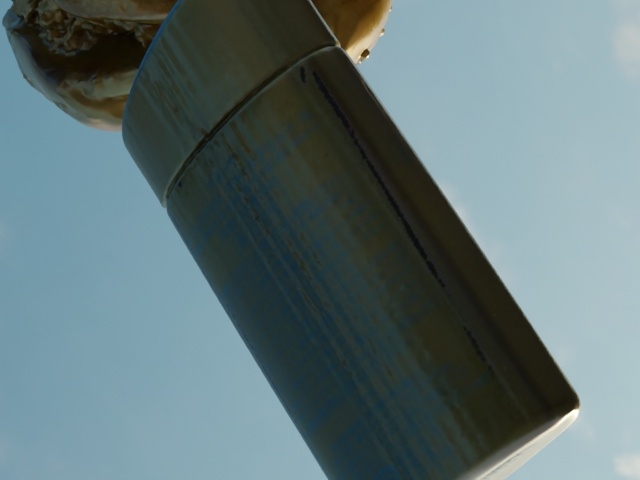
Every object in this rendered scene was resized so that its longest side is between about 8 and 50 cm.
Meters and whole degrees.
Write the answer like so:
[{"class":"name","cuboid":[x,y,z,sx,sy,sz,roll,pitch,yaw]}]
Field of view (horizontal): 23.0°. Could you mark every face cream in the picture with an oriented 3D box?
[{"class":"face cream","cuboid":[0.000,0.000,0.769,0.067,0.139,0.285,-10,-118,-53]}]

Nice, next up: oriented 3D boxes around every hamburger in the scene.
[{"class":"hamburger","cuboid":[-0.080,-0.184,1.111,0.318,0.319,0.158,-46,-48,-46]}]
